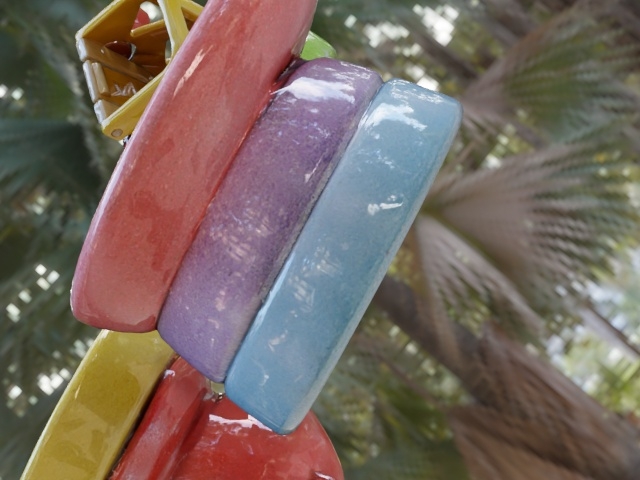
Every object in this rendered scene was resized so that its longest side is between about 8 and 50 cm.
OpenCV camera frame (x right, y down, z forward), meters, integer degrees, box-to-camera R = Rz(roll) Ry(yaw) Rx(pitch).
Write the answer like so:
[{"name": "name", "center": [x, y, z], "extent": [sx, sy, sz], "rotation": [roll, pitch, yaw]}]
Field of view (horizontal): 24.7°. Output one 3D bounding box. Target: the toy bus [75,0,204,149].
[{"name": "toy bus", "center": [-0.077, -0.109, 1.060], "extent": [0.104, 0.191, 0.202], "rotation": [-35, 13, 25]}]

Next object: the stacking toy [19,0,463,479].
[{"name": "stacking toy", "center": [0.000, 0.000, 0.611], "extent": [0.279, 0.130, 0.309], "rotation": [-62, -1, -37]}]
